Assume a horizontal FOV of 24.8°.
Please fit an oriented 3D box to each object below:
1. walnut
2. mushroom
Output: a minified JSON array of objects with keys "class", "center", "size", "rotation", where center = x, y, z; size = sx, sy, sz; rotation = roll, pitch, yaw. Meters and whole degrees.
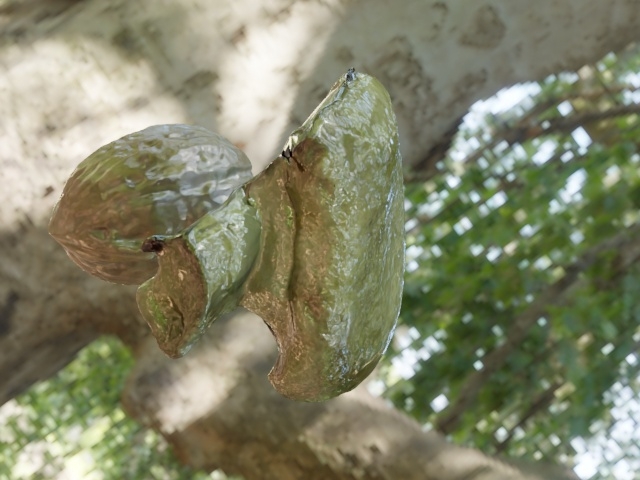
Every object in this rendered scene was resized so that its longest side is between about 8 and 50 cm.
[{"class":"walnut","center":[-0.178,-0.036,1.551],"size":[0.178,0.230,0.178],"rotation":[47,-35,50]},{"class":"mushroom","center":[0.008,-0.006,1.160],"size":[0.212,0.217,0.292],"rotation":[51,24,9]}]
